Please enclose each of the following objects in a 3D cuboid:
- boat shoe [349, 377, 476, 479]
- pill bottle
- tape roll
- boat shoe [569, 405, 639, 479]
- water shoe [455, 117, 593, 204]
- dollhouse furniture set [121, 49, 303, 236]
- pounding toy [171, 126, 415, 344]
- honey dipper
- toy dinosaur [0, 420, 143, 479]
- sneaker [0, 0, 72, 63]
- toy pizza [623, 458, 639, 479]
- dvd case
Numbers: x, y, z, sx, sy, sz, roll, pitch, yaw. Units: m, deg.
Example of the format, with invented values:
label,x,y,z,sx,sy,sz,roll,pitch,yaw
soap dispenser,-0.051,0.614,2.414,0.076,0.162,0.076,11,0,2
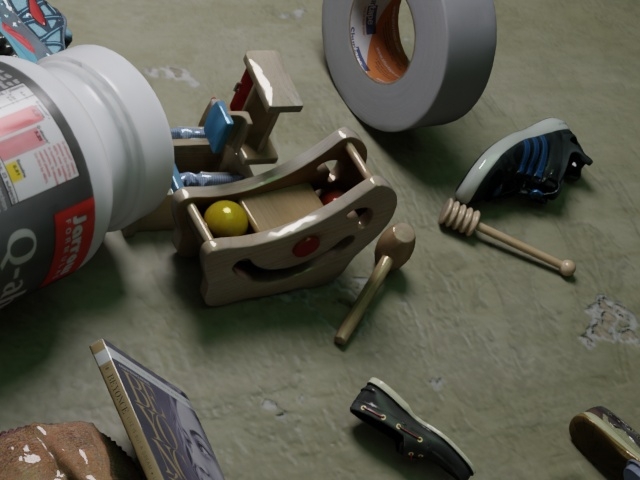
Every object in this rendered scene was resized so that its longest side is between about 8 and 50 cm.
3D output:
label,x,y,z,sx,sy,sz,roll,pitch,yaw
boat shoe,0.086,0.185,1.574,0.133,0.049,0.042,39,72,0
pill bottle,-0.312,-0.039,1.447,0.210,0.210,0.363,46,46,17
tape roll,0.093,-0.230,1.829,0.072,0.219,0.219,-11,57,-34
boat shoe,0.314,0.218,1.651,0.049,0.056,0.152,-31,69,-37
water shoe,0.233,-0.077,1.869,0.080,0.073,0.203,47,46,14
dollhouse furniture set,-0.125,-0.114,1.633,0.129,0.184,0.129,-4,52,-30
pounding toy,0.000,0.000,1.616,0.269,0.154,0.155,-11,56,-34
honey dipper,0.205,-0.001,1.815,0.160,0.030,0.030,23,44,-9
toy dinosaur,-0.239,0.188,1.348,0.295,0.127,0.200,4,42,-32
sneaker,-0.319,-0.212,1.707,0.125,0.104,0.262,4,51,-48
toy pizza,0.335,0.283,1.514,0.032,0.201,0.201,-27,61,-3
dvd case,-0.111,0.196,1.398,0.221,0.018,0.164,61,8,30
